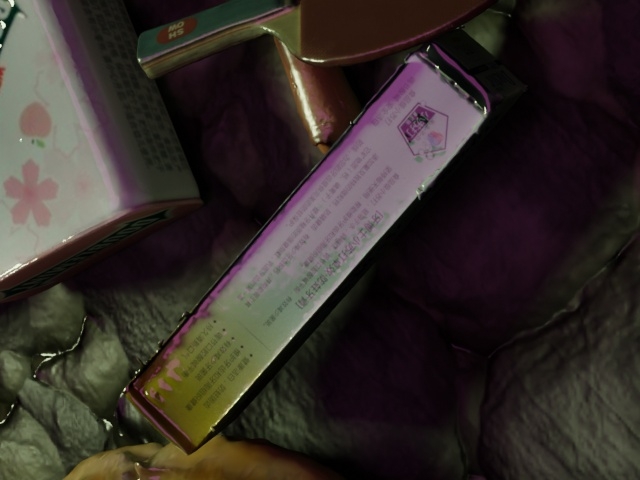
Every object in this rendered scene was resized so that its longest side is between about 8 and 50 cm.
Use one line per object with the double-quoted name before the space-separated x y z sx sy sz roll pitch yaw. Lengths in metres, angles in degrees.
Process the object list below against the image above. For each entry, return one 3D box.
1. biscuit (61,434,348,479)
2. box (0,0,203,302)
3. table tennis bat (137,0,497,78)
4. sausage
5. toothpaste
"biscuit" -0.061 0.353 1.192 0.446 0.104 0.429 49 116 16
"box" -0.236 -0.156 1.242 0.190 0.112 0.370 -28 82 27
"table tennis bat" 0.008 -0.158 1.078 0.274 0.021 0.154 -18 46 20
"sausage" -0.008 -0.139 1.144 0.047 0.040 0.177 -22 81 38
"toothpaste" 0.000 0.000 1.101 0.071 0.089 0.313 43 109 7
